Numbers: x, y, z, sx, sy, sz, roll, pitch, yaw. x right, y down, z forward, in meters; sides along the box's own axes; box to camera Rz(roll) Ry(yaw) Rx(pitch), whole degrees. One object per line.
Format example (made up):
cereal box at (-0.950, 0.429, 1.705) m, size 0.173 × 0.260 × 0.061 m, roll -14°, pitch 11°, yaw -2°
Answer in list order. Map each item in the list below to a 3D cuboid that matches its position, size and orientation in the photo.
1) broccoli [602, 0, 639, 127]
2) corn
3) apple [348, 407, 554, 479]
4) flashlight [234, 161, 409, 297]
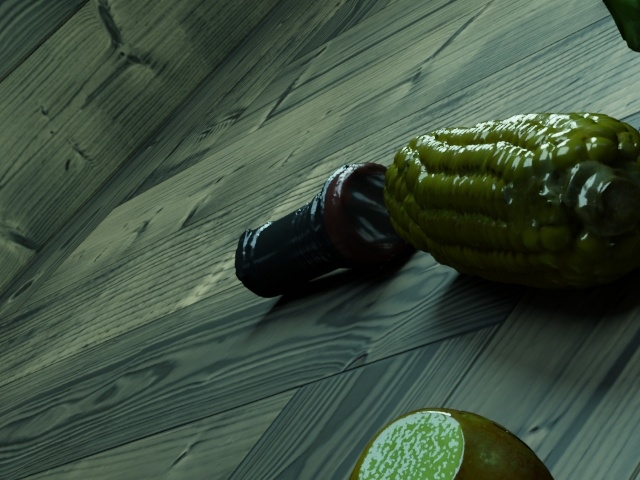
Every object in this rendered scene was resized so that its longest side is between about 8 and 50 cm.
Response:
broccoli at (0.237, -0.078, 0.749) m, size 0.298 × 0.297 × 0.297 m, roll -23°, pitch 50°, yaw 30°
corn at (0.133, -0.029, 1.241) m, size 0.120 × 0.120 × 0.363 m, roll -43°, pitch 12°, yaw -8°
apple at (0.065, 0.142, 0.914) m, size 0.114 × 0.099 × 0.102 m, roll 15°, pitch 62°, yaw 44°
flashlight at (0.000, 0.000, 1.609) m, size 0.093 × 0.093 × 0.232 m, roll -48°, pitch 9°, yaw -27°
